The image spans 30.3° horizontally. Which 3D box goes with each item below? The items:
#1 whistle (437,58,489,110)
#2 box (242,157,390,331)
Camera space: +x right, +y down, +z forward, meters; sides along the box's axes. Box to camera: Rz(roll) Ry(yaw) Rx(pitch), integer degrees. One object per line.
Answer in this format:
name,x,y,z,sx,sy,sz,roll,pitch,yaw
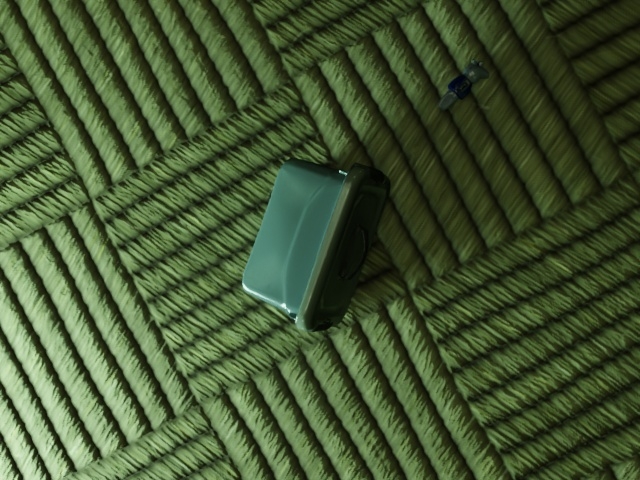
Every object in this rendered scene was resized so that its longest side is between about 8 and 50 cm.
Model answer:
whistle,0.190,-0.205,1.573,0.083,0.029,0.033,-45,101,1
box,0.000,0.000,1.550,0.130,0.162,0.227,22,96,18
